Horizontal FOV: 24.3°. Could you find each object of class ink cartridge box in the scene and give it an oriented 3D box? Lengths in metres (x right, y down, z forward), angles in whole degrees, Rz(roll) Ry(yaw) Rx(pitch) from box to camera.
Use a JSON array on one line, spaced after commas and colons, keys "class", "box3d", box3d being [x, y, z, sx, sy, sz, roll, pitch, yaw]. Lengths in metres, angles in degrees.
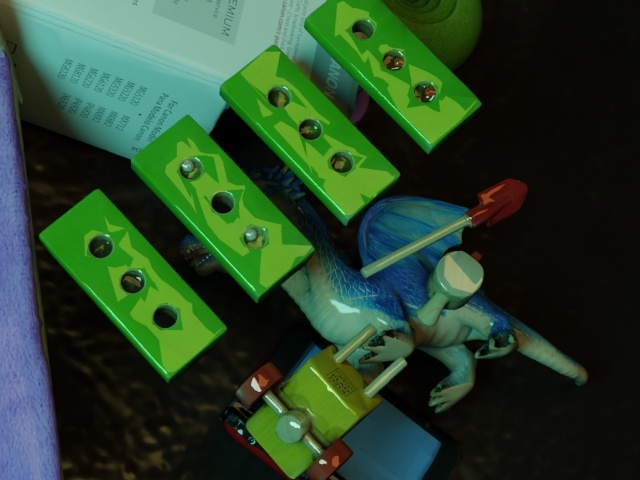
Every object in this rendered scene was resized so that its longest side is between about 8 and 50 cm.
[{"class": "ink cartridge box", "box3d": [-0.101, -0.215, 0.986, 0.271, 0.130, 0.309, 20, 60, -15]}]

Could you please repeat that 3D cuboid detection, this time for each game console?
[{"class": "game console", "box3d": [0.019, 0.121, 0.903, 0.144, 0.124, 0.085, 37, 84, -2]}]

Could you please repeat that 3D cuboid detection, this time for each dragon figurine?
[{"class": "dragon figurine", "box3d": [0.057, 0.027, 0.951, 0.289, 0.085, 0.144, 4, 52, -28]}]

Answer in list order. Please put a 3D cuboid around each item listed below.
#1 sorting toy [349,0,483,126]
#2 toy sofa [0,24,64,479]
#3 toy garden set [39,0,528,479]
[{"class": "sorting toy", "box3d": [0.094, -0.215, 1.072, 0.127, 0.126, 0.365, 40, 56, -1]}, {"class": "toy sofa", "box3d": [-0.220, 0.039, 0.763, 0.150, 0.177, 0.363, -9, 67, -5]}, {"class": "toy garden set", "box3d": [0.000, 0.000, 0.849, 0.244, 0.049, 0.204, -41, 81, -18]}]
